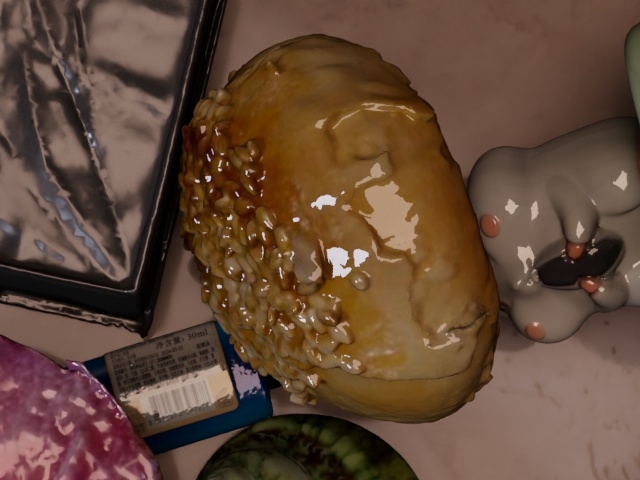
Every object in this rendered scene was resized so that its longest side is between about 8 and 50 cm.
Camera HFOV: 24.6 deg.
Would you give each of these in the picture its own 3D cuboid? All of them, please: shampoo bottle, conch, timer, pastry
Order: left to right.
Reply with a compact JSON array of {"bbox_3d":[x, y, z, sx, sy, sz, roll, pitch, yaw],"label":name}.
[{"bbox_3d":[-0.103,0.113,1.137,0.183,0.050,0.087,-17,79,-5],"label":"shampoo bottle"},{"bbox_3d":[-0.008,0.202,1.079,0.187,0.181,0.124,24,118,38],"label":"conch"},{"bbox_3d":[0.000,0.000,1.024,0.184,0.316,0.284,-22,112,-5],"label":"pastry"},{"bbox_3d":[0.241,-0.027,1.097,0.315,0.291,0.291,-19,84,18],"label":"timer"}]

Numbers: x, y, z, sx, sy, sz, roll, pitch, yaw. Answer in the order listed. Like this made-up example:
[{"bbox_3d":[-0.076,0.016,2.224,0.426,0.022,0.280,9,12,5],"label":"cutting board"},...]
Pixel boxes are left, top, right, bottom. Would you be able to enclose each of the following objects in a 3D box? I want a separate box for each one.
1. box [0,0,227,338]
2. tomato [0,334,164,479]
[{"bbox_3d":[-0.212,-0.126,1.082,0.251,0.204,0.345,12,82,-2],"label":"box"},{"bbox_3d":[-0.242,0.223,1.051,0.335,0.176,0.290,16,75,5],"label":"tomato"}]
